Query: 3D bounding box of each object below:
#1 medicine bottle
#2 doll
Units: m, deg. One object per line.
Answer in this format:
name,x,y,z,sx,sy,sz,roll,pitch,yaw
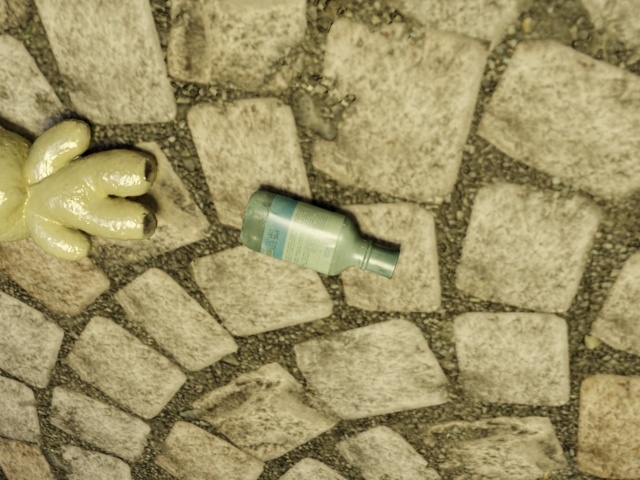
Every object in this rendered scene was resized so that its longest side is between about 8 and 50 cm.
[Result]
medicine bottle,0.000,0.000,0.909,0.209,0.053,0.090,18,125,4
doll,-0.359,-0.064,0.956,0.278,0.175,0.149,6,162,4
